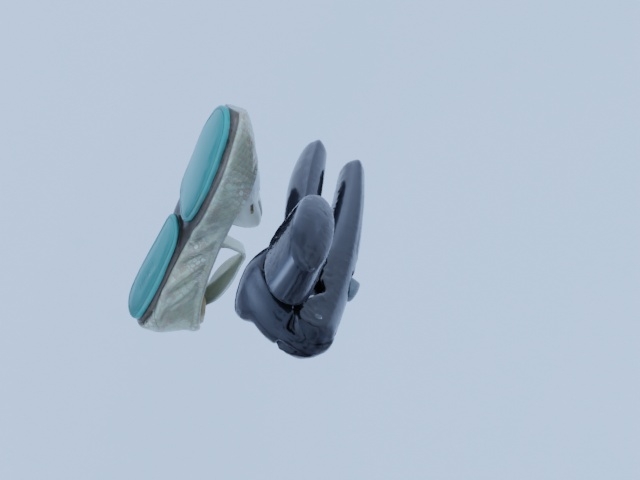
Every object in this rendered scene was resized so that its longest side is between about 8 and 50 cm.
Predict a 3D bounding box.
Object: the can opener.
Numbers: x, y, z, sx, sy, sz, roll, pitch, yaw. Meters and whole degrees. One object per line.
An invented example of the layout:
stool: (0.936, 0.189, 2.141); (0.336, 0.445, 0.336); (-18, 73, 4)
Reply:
can opener: (0.000, 0.000, 0.887); (0.059, 0.186, 0.073); (37, -64, -9)

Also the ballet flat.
ballet flat: (-0.062, -0.011, 0.965); (0.057, 0.052, 0.168); (-101, -148, -46)
